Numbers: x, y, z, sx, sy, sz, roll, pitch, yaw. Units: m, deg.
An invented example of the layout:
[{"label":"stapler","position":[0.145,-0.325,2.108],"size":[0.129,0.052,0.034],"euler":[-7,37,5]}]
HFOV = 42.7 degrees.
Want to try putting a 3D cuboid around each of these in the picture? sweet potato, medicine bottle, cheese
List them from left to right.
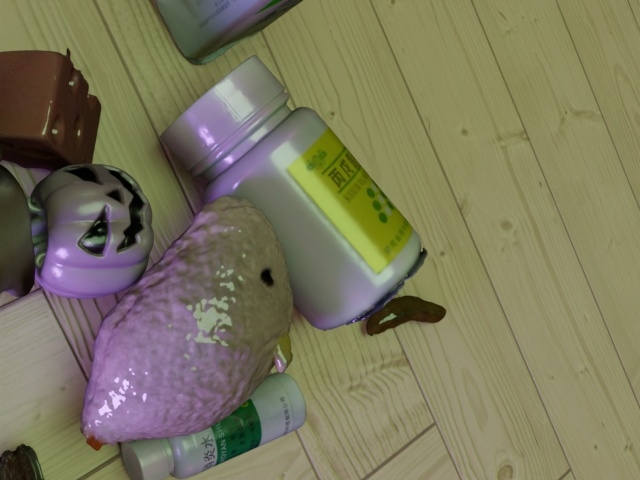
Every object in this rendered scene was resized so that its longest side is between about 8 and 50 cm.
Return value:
[{"label":"cheese","position":[-0.399,-0.169,1.055],"size":[0.177,0.203,0.128],"euler":[7,81,-1]},{"label":"medicine bottle","position":[-0.147,0.266,1.150],"size":[0.260,0.095,0.095],"euler":[-15,90,-33]},{"label":"medicine bottle","position":[-0.041,-0.065,1.196],"size":[0.378,0.213,0.213],"euler":[49,60,-10]},{"label":"sweet potato","position":[0.150,0.120,1.395],"size":[0.182,0.053,0.054],"euler":[-4,45,-36]}]

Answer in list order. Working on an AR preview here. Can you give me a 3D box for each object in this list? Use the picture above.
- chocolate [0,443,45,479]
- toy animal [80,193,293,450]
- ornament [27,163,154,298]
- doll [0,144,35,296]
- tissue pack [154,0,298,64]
[{"label":"chocolate","position":[-0.367,0.357,0.961],"size":[0.093,0.148,0.214],"euler":[-19,89,-8]},{"label":"toy animal","position":[-0.157,0.130,1.051],"size":[0.358,0.188,0.226],"euler":[-48,128,-13]},{"label":"ornament","position":[-0.305,-0.011,1.047],"size":[0.178,0.177,0.177],"euler":[6,79,-32]},{"label":"doll","position":[-0.484,-0.071,0.891],"size":[0.370,0.215,0.226],"euler":[30,102,-4]},{"label":"tissue pack","position":[-0.102,-0.479,1.122],"size":[0.205,0.405,0.331],"euler":[-36,102,-36]}]
